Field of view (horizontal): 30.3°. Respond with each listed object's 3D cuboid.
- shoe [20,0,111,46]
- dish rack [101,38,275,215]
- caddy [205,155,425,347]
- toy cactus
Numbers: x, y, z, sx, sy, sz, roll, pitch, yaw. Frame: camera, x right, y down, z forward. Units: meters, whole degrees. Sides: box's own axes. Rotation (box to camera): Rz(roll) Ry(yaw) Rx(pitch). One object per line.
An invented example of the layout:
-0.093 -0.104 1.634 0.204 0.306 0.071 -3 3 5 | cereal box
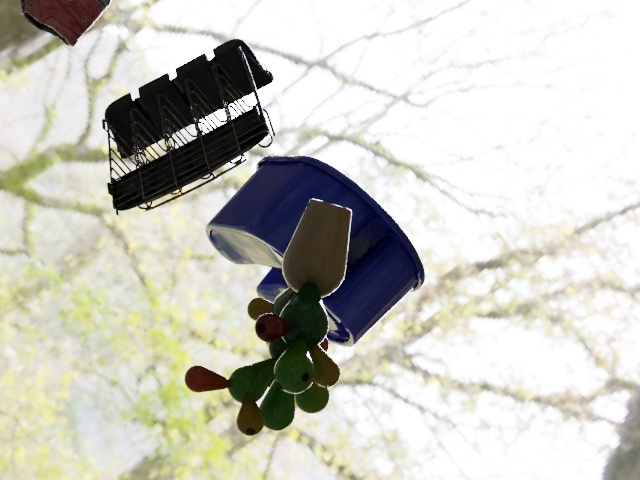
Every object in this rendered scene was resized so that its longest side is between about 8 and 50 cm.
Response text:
-0.340 -0.308 1.396 0.178 0.081 0.063 37 -10 -13 | shoe
-0.143 -0.117 1.312 0.074 0.208 0.271 58 7 -33 | dish rack
0.000 0.000 1.599 0.241 0.179 0.341 49 -16 -21 | caddy
-0.025 0.056 0.920 0.112 0.181 0.219 16 0 6 | toy cactus
